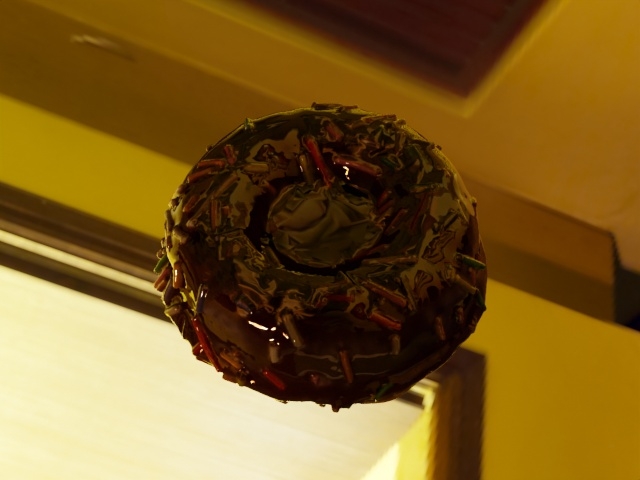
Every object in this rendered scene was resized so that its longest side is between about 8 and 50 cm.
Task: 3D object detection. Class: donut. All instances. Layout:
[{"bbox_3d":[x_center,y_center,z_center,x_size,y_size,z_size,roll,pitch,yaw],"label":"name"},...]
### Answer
[{"bbox_3d":[0.000,0.000,0.785,0.089,0.235,0.235,90,8,-53],"label":"donut"}]
